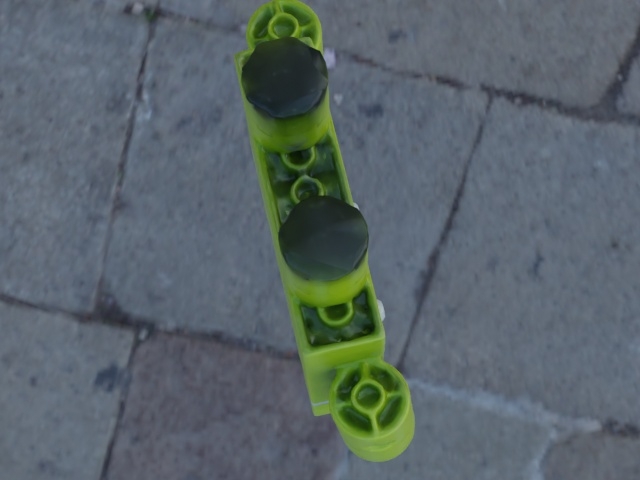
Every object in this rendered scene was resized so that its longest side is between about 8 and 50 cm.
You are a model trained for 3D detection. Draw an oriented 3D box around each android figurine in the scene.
[{"bbox_3d":[0.000,0.000,0.810,0.056,0.248,0.273,-14,161,-1],"label":"android figurine"}]
